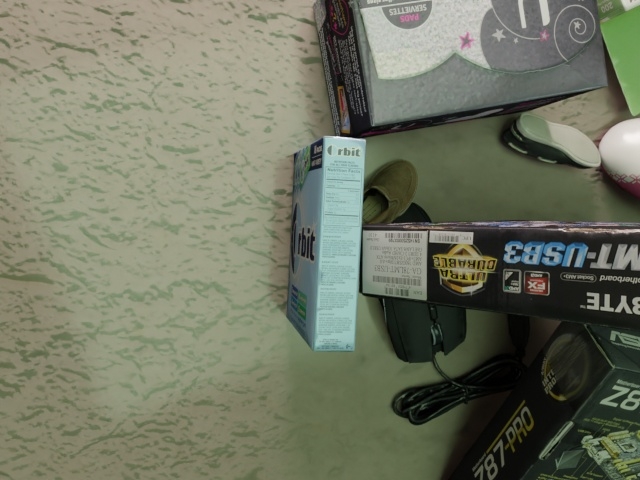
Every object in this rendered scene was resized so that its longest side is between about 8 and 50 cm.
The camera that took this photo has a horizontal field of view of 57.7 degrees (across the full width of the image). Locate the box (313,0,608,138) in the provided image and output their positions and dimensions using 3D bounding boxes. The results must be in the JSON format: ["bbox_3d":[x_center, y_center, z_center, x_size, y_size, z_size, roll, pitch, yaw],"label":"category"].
[{"bbox_3d":[0.136,-0.205,0.594,0.248,0.142,0.163,-11,96,-12],"label":"box"}]

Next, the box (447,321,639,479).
[{"bbox_3d":[0.370,0.255,0.624,0.396,0.097,0.318,14,123,-11],"label":"box"}]

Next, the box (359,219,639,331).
[{"bbox_3d":[0.236,0.017,0.500,0.296,0.294,0.073,-3,95,-42],"label":"box"}]

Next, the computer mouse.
[{"bbox_3d":[0.154,0.073,0.655,0.184,0.060,0.261,-14,96,-10],"label":"computer mouse"}]

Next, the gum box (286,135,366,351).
[{"bbox_3d":[0.000,0.000,0.569,0.041,0.157,0.184,3,93,-12],"label":"gum box"}]

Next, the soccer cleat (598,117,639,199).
[{"bbox_3d":[0.476,-0.065,0.620,0.331,0.143,0.116,28,82,18],"label":"soccer cleat"}]

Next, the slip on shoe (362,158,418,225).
[{"bbox_3d":[0.064,-0.044,0.616,0.051,0.041,0.135,35,63,16],"label":"slip on shoe"}]

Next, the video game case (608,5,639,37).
[{"bbox_3d":[0.391,-0.343,0.701,0.275,0.026,0.195,18,89,-13],"label":"video game case"}]

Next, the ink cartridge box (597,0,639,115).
[{"bbox_3d":[0.395,-0.288,0.666,0.171,0.056,0.234,-28,96,-10],"label":"ink cartridge box"}]

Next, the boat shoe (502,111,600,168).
[{"bbox_3d":[0.272,-0.110,0.682,0.125,0.038,0.046,14,62,-20],"label":"boat shoe"}]
